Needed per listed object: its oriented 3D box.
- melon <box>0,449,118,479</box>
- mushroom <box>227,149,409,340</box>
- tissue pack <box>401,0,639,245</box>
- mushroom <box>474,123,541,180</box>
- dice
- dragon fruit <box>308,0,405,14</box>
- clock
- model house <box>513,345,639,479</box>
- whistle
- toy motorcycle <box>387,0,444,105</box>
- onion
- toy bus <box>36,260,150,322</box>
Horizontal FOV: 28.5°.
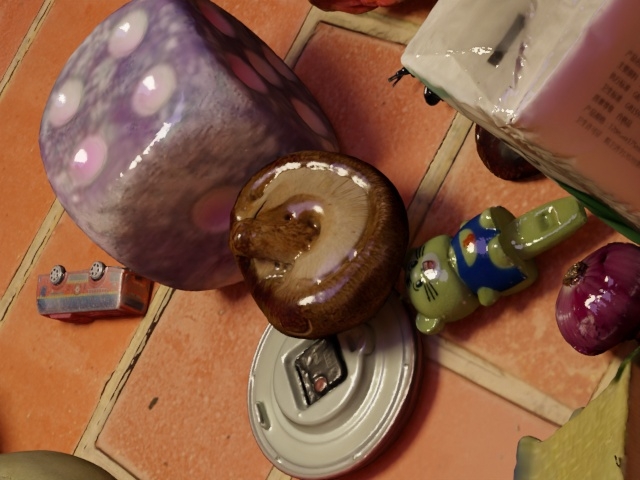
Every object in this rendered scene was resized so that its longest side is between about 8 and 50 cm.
[{"bbox_3d":[-0.339,0.376,1.455,0.330,0.268,0.269,-7,64,31],"label":"melon"},{"bbox_3d":[0.004,0.008,1.385,0.194,0.138,0.231,-20,53,-1],"label":"mushroom"},{"bbox_3d":[0.287,-0.156,1.101,0.266,0.356,0.194,-54,41,7],"label":"tissue pack"},{"bbox_3d":[0.219,-0.122,1.362,0.123,0.052,0.123,-23,51,31],"label":"mushroom"},{"bbox_3d":[-0.162,-0.121,1.548,0.270,0.270,0.271,-43,46,17],"label":"dice"},{"bbox_3d":[0.015,-0.388,1.518,0.305,0.305,0.226,-1,71,42],"label":"dragon fruit"},{"bbox_3d":[0.010,0.149,1.407,0.244,0.056,0.245,-20,56,33],"label":"clock"},{"bbox_3d":[0.276,0.282,1.006,0.266,0.261,0.321,-51,20,46],"label":"model house"},{"bbox_3d":[0.173,0.017,1.305,0.227,0.085,0.105,-29,55,28],"label":"whistle"},{"bbox_3d":[0.151,-0.238,1.481,0.100,0.058,0.173,14,77,52],"label":"toy motorcycle"},{"bbox_3d":[0.276,0.058,1.187,0.115,0.104,0.115,-48,2,2],"label":"onion"},{"bbox_3d":[-0.317,0.072,1.739,0.192,0.065,0.077,-7,71,40],"label":"toy bus"}]
